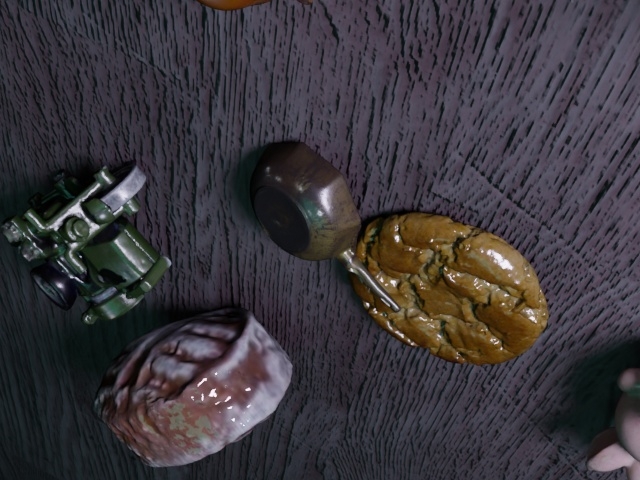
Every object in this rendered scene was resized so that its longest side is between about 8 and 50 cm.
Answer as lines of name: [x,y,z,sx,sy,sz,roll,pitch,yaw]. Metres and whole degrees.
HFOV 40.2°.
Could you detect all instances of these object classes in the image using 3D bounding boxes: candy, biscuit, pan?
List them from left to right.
candy: [-0.171,0.183,1.130,0.290,0.214,0.157,-17,117,46]
pan: [0.004,-0.009,0.872,0.202,0.048,0.128,38,145,15]
biscuit: [0.127,0.056,0.909,0.226,0.042,0.225,21,144,16]

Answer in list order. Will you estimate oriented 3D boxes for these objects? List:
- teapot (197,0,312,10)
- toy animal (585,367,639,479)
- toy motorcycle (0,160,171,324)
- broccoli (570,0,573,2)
teapot: [-0.073,-0.226,0.663,0.173,0.116,0.116,26,144,9]
toy animal: [0.334,0.174,0.852,0.124,0.124,0.212,29,153,4]
toy motorcycle: [-0.281,0.013,1.086,0.275,0.127,0.205,-12,123,48]
broccoli: [0.149,-0.224,0.508,0.131,0.130,0.120,34,-176,-28]
